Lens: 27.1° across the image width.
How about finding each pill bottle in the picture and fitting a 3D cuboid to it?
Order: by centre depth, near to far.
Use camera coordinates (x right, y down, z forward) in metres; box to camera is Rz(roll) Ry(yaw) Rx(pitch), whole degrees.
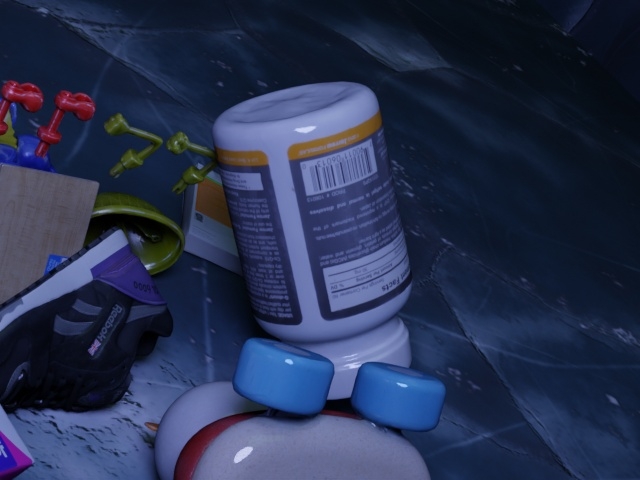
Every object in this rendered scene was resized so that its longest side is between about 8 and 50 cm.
[{"bbox_3d":[0.000,0.000,1.277,0.162,0.279,0.162,-10,18,4],"label":"pill bottle"}]

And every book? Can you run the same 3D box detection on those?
[{"bbox_3d":[-0.107,-0.020,1.495,0.096,0.035,0.144,26,27,-17],"label":"book"}]

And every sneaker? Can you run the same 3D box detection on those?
[{"bbox_3d":[-0.217,0.096,1.108,0.124,0.107,0.283,53,39,-3],"label":"sneaker"}]

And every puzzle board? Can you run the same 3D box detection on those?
[{"bbox_3d":[-0.261,-0.001,1.207,0.096,0.128,0.011,11,11,-36],"label":"puzzle board"}]

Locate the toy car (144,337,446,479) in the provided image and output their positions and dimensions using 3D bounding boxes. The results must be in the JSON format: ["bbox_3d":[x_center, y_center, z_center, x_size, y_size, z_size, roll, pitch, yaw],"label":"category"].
[{"bbox_3d":[-0.047,0.182,1.086,0.210,0.219,0.238,14,3,-31],"label":"toy car"}]

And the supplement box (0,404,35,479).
[{"bbox_3d":[-0.313,0.097,0.903,0.220,0.114,0.111,57,11,7],"label":"supplement box"}]

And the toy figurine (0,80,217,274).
[{"bbox_3d":[-0.303,-0.106,1.283,0.362,0.191,0.217,11,28,-36],"label":"toy figurine"}]
